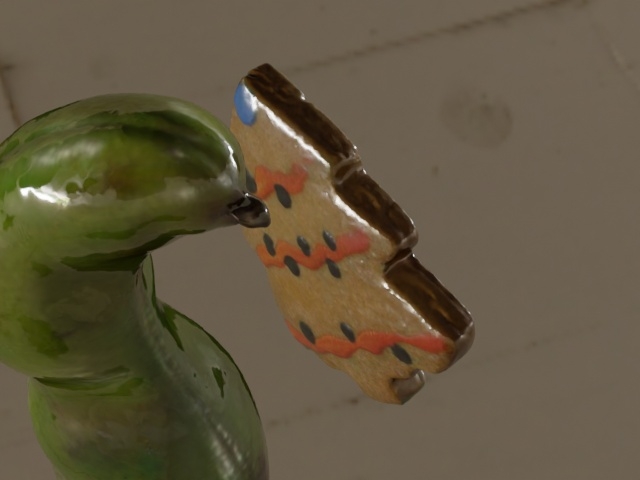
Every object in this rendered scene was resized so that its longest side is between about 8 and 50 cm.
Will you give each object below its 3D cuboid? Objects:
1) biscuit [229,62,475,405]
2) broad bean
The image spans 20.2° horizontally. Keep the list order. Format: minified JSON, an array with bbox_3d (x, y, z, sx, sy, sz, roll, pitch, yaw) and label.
[{"bbox_3d":[0.000,0.000,0.624,0.019,0.130,0.119,-32,-165,-27],"label":"biscuit"},{"bbox_3d":[-0.044,0.035,0.423,0.070,0.213,0.048,21,-122,9],"label":"broad bean"}]
